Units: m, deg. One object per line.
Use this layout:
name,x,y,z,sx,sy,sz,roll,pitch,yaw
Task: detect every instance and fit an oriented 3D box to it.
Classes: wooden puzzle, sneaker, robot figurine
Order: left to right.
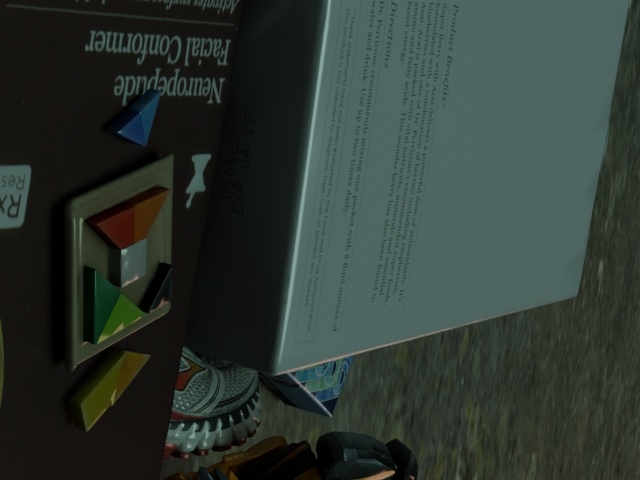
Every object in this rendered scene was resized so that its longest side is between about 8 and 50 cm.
wooden puzzle,-0.073,0.009,0.665,0.078,0.014,0.116,-43,140,-50
sneaker,-0.092,0.064,0.900,0.225,0.088,0.093,-7,102,-68
robot figurine,-0.035,0.198,0.978,0.291,0.211,0.085,77,-9,-62

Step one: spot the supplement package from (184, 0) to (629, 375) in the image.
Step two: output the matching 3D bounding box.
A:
supplement package,0.005,-0.057,0.887,0.293,0.175,0.178,-8,110,-55

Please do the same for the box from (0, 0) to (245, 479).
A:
box,-0.145,-0.007,0.684,0.191,0.143,0.381,-11,115,-64

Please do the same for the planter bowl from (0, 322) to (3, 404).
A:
planter bowl,-0.211,0.053,0.541,0.217,0.217,0.090,-56,175,-37

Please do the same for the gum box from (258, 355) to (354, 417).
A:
gum box,0.000,0.000,1.117,0.184,0.041,0.157,-68,155,-16
